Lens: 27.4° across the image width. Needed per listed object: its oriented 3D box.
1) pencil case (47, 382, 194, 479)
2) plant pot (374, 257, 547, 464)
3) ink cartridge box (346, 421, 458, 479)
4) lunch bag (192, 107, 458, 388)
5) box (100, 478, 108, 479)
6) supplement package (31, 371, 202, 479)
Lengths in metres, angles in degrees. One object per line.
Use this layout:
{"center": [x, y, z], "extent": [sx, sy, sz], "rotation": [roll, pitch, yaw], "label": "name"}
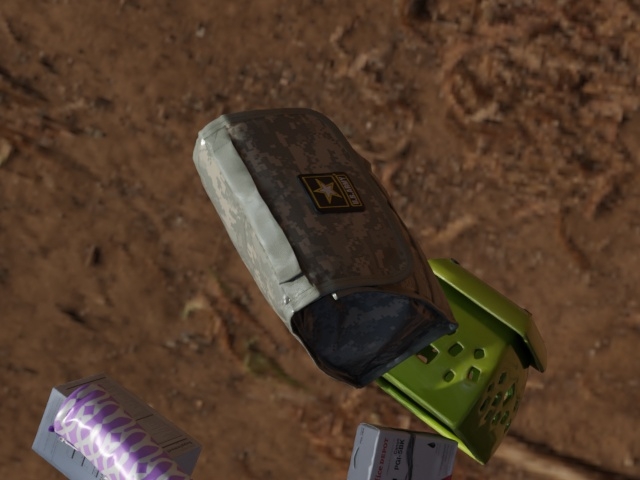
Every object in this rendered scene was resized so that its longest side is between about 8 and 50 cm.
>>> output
{"center": [-0.245, 0.265, 1.613], "extent": [0.206, 0.088, 0.086], "rotation": [40, 167, 24], "label": "pencil case"}
{"center": [0.201, 0.169, 1.952], "extent": [0.227, 0.207, 0.228], "rotation": [36, 173, 28], "label": "plant pot"}
{"center": [0.114, 0.312, 1.818], "extent": [0.135, 0.099, 0.056], "rotation": [12, 178, -28], "label": "ink cartridge box"}
{"center": [0.000, 0.000, 1.383], "extent": [0.169, 0.235, 0.287], "rotation": [-34, 154, 11], "label": "lunch bag"}
{"center": [-0.258, 0.388, 1.633], "extent": [0.054, 0.169, 0.059], "rotation": [8, 149, -18], "label": "box"}
{"center": [-0.349, 0.354, 2.245], "extent": [0.244, 0.133, 0.139], "rotation": [32, -158, 25], "label": "supplement package"}
